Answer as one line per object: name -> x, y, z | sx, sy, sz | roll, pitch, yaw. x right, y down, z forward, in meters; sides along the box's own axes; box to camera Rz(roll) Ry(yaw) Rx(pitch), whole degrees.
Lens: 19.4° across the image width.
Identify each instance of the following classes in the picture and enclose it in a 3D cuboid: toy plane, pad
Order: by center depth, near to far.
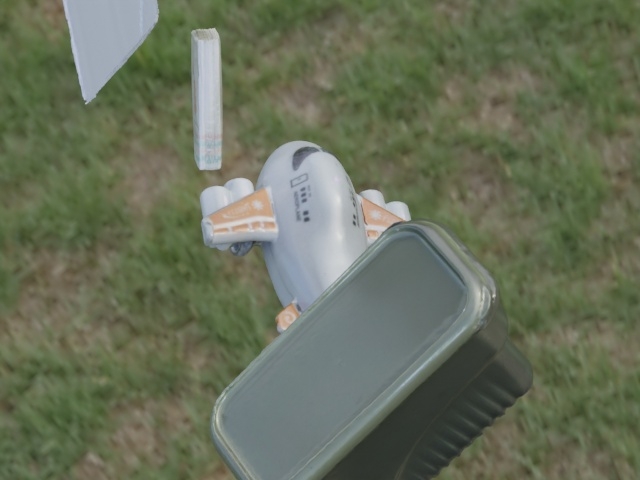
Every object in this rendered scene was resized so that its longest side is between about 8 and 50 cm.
pad -> -0.167, -0.232, 1.367 | 0.004, 0.156, 0.232 | -4, 73, -29
toy plane -> 0.000, 0.000, 1.796 | 0.244, 0.117, 0.245 | 13, 49, -15

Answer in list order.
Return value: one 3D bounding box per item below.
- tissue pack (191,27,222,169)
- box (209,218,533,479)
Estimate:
tissue pack -> -0.092, -0.115, 1.521 | 0.023, 0.108, 0.056 | -3, 17, -8
box -> 0.057, 0.126, 1.615 | 0.274, 0.178, 0.138 | -43, 53, 6
